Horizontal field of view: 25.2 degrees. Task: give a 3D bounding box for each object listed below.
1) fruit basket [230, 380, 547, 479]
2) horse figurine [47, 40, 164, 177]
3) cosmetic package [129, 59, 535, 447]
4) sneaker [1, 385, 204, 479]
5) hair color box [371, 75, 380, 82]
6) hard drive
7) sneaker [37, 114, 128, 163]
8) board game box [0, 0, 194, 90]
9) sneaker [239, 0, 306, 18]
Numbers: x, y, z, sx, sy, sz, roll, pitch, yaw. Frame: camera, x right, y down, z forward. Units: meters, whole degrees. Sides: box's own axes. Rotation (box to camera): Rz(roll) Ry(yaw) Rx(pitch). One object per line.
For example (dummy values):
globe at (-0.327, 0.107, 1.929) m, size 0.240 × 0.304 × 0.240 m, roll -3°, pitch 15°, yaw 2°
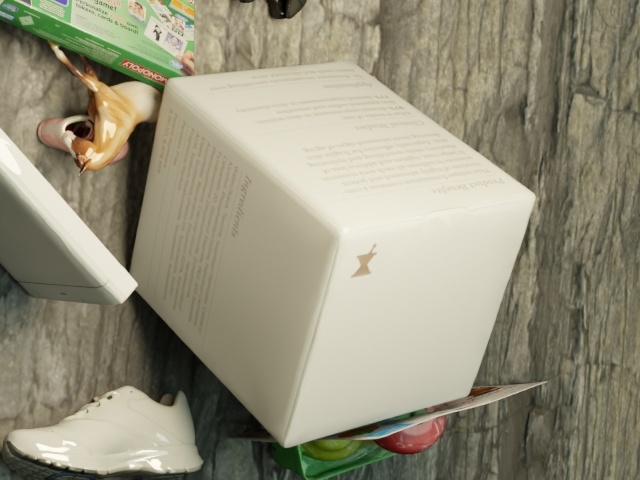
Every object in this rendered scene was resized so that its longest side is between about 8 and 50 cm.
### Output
fruit basket at (0.091, 0.235, 2.054) m, size 0.327 × 0.353 × 0.165 m, roll -12°, pitch 85°, yaw -37°
horse figurine at (-0.256, -0.204, 1.887) m, size 0.263 × 0.066 × 0.174 m, roll -29°, pitch 90°, yaw -50°
cosmetic package at (0.000, 0.000, 1.879) m, size 0.329 × 0.393 × 0.327 m, roll -10°, pitch 128°, yaw -38°
sneaker at (-0.294, 0.261, 1.918) m, size 0.297 × 0.111 × 0.129 m, roll 6°, pitch 72°, yaw -43°
hair color box at (0.095, -0.183, 2.207) m, size 0.167 × 0.093 × 0.053 m, roll 38°, pitch 69°, yaw -33°
hard drive at (-0.397, -0.060, 1.724) m, size 0.047 × 0.233 × 0.353 m, roll -52°, pitch 120°, yaw -26°
sneaker at (-0.302, -0.134, 1.904) m, size 0.134 × 0.070 × 0.051 m, roll 14°, pitch 80°, yaw -39°
board game box at (-0.302, -0.336, 1.845) m, size 0.317 × 0.046 × 0.214 m, roll 22°, pitch 50°, yaw -33°
sneaker at (-0.112, -0.413, 2.032) m, size 0.286 × 0.109 × 0.130 m, roll 27°, pitch 81°, yaw -34°
